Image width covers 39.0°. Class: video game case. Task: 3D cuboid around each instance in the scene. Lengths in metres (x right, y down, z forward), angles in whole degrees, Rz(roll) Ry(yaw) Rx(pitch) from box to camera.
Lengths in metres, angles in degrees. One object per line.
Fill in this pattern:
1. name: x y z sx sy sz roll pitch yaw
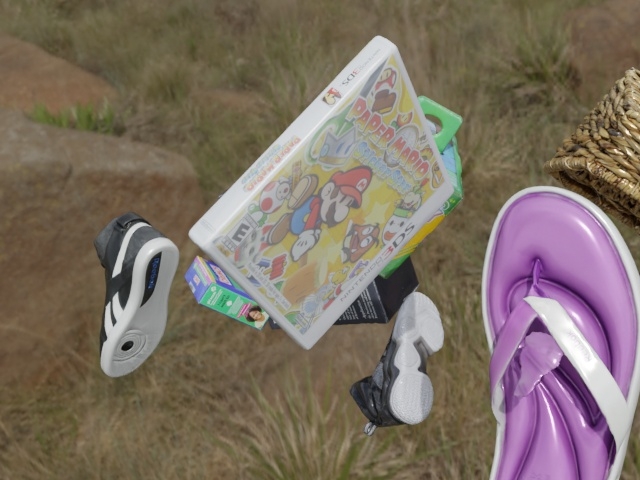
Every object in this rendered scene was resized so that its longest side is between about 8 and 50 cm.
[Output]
1. video game case: 0.016 -0.026 0.746 0.206 0.227 0.026 -47 58 -7

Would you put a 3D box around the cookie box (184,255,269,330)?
1. cookie box: -0.130 0.074 1.276 0.040 0.107 0.092 -58 30 9

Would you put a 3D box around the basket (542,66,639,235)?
1. basket: 0.504 -0.066 1.345 0.299 0.223 0.213 34 34 -4

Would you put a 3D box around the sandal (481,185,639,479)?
1. sandal: 0.236 0.154 0.905 0.169 0.416 0.102 0 5 27

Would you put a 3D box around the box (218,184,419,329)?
1. box: 0.000 0.000 1.960 0.312 0.343 0.179 -7 23 34

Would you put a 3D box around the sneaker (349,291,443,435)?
1. sneaker: 0.129 0.220 1.608 0.153 0.101 0.269 -36 30 41

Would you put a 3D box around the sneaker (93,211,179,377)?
1. sneaker: -0.256 0.063 1.183 0.079 0.217 0.121 -3 35 -45

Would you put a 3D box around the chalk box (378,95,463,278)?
1. chalk box: 0.090 -0.082 1.122 0.132 0.213 0.132 26 37 -18
